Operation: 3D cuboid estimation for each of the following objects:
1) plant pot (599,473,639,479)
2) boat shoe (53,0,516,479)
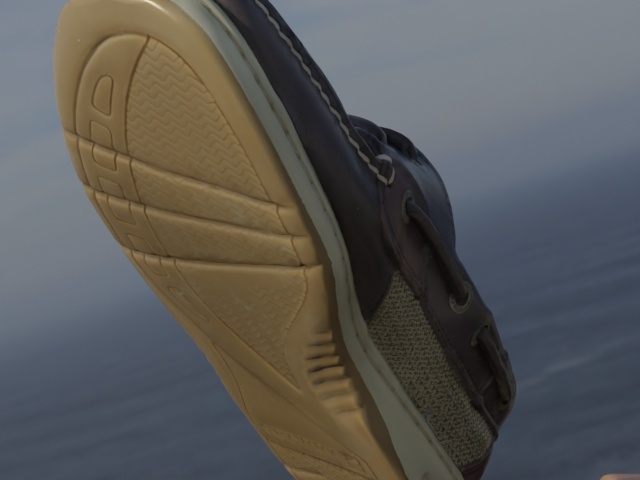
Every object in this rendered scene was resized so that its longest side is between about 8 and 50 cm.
[{"bbox_3d":[0.238,0.248,0.853,0.203,0.291,0.291,-3,2,2],"label":"plant pot"},{"bbox_3d":[0.000,0.000,0.662,0.103,0.285,0.092,13,55,38],"label":"boat shoe"}]
